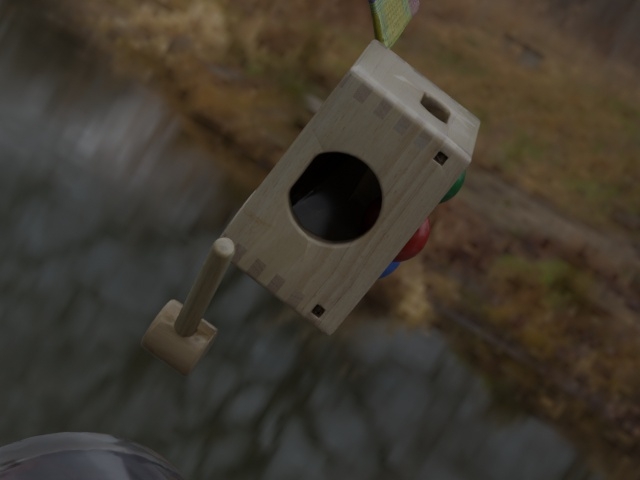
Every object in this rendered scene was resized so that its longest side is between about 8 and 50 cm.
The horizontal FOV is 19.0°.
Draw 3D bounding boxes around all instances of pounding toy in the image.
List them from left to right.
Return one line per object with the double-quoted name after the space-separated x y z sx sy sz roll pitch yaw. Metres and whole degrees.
-0.005 0.007 1.064 0.094 0.206 0.181 38 15 -3 "pounding toy"

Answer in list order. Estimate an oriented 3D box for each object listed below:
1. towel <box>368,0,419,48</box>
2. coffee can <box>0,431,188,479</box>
0.040 -0.160 1.158 0.009 0.083 0.060 4 37 28 "towel"
-0.065 0.233 0.802 0.201 0.201 0.275 22 10 -42 "coffee can"
